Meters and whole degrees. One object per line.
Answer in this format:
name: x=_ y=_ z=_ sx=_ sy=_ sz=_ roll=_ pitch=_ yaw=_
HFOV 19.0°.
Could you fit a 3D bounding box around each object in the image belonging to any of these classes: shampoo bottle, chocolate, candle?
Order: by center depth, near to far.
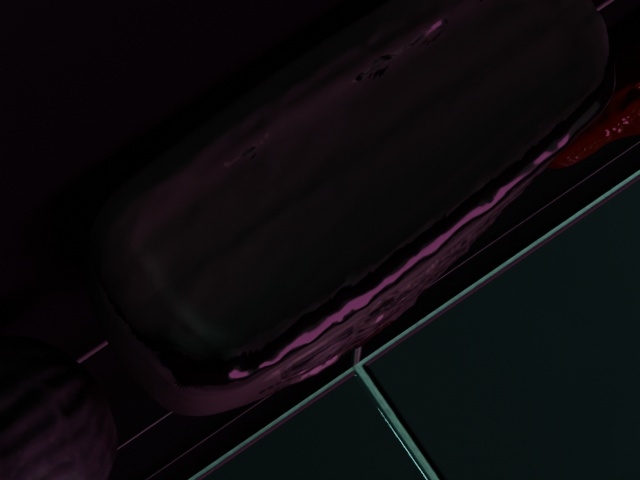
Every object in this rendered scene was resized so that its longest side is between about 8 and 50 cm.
chocolate: x=-0.132 y=0.085 z=0.556 sx=0.167 sy=0.072 sz=0.072 roll=-32 pitch=173 yaw=-31
shampoo bottle: x=0.000 y=0.000 z=0.624 sx=0.153 sy=0.071 sz=0.284 roll=-36 pitch=176 yaw=-8
candle: x=0.138 y=-0.068 z=0.915 sx=0.162 sy=0.053 sz=0.048 roll=-36 pitch=169 yaw=36
